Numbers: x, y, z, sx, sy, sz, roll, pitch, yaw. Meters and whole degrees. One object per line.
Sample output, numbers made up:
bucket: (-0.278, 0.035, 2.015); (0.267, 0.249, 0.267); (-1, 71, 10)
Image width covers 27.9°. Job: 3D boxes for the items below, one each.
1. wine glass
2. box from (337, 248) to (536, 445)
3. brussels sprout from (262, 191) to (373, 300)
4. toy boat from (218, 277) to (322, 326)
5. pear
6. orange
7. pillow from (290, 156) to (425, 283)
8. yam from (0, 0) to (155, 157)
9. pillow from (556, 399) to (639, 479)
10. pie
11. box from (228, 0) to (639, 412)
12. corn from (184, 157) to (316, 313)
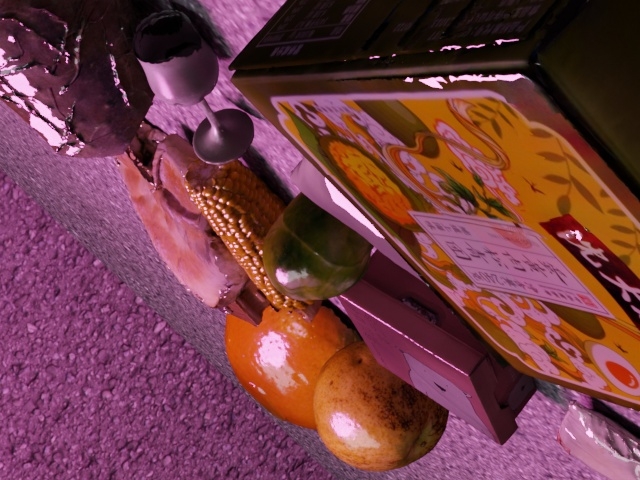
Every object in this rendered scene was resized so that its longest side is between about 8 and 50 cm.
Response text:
wine glass: (-0.137, -0.165, 1.401); (0.079, 0.079, 0.195); (32, 166, 29)
box: (0.143, 0.125, 1.563); (0.215, 0.086, 0.215); (31, 164, 32)
brussels sprout: (0.002, 0.004, 1.442); (0.117, 0.155, 0.155); (37, 166, 7)
toy boat: (-0.106, 0.062, 1.957); (0.321, 0.121, 0.089); (22, 157, 53)
pear: (0.092, 0.238, 1.852); (0.197, 0.197, 0.197); (37, 166, 11)
orange: (-0.028, 0.194, 2.116); (0.262, 0.196, 0.335); (14, 147, 33)
pillow: (0.081, -0.030, 1.257); (0.254, 0.078, 0.144); (37, 157, 10)
yam: (-0.290, -0.223, 1.383); (0.201, 0.202, 0.271); (-4, 143, 17)
pillow: (0.373, 0.268, 1.478); (0.229, 0.051, 0.128); (33, 157, 24)
pie: (-0.205, -0.049, 1.867); (0.337, 0.075, 0.337); (47, 157, 28)
box: (0.170, -0.035, 0.874); (0.373, 0.138, 0.420); (46, 166, -23)
corn: (-0.074, -0.008, 1.704); (0.101, 0.101, 0.310); (28, 160, 41)
